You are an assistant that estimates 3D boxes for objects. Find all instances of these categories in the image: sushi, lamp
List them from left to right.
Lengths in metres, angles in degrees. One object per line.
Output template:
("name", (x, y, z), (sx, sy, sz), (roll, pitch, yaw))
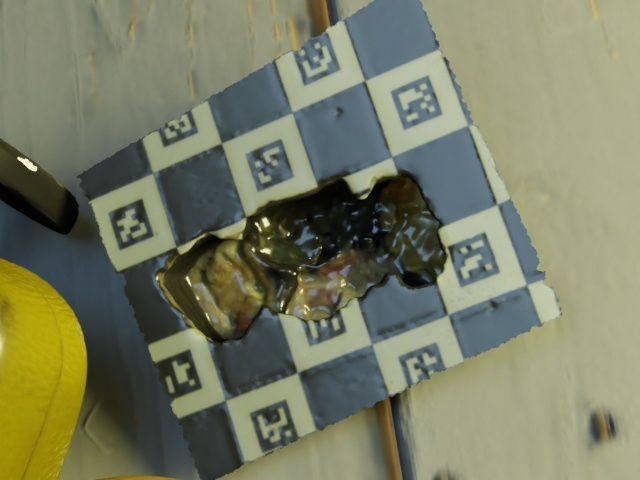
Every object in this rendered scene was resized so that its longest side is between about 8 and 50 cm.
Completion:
("lamp", (-0.286, 0.077, 0.945), (0.130, 0.108, 0.371), (35, 101, -5))
("sushi", (0.000, 0.000, 0.853), (0.215, 0.050, 0.192), (-27, 77, 15))

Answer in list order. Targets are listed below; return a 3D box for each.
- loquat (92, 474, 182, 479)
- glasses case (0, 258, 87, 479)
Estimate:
("loquat", (-0.085, 0.211, 0.715), (0.213, 0.213, 0.213), (-9, 65, 19))
("glasses case", (-0.250, 0.174, 0.815), (0.173, 0.141, 0.371), (22, 88, 22))
